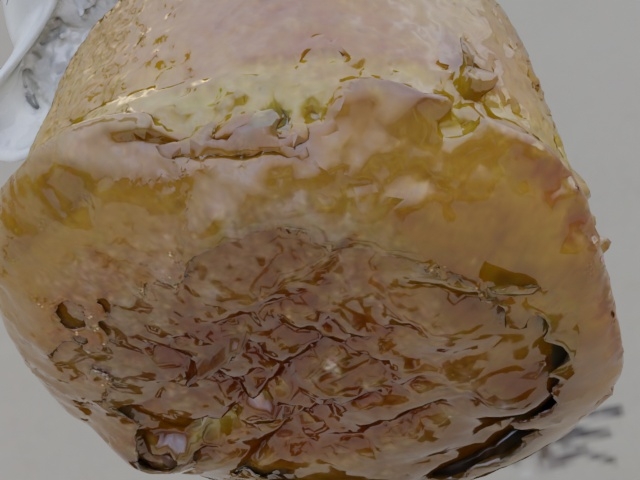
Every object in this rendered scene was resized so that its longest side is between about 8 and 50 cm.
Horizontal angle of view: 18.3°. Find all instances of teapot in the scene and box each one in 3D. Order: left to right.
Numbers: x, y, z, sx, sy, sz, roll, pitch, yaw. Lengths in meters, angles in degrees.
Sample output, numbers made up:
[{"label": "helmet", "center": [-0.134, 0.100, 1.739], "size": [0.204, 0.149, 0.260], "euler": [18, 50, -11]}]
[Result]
[{"label": "teapot", "center": [-0.093, -0.169, 1.285], "size": [0.300, 0.208, 0.166], "euler": [-35, 4, 30]}]

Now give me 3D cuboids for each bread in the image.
[{"label": "bread", "center": [0.000, 0.002, 1.105], "size": [0.337, 0.358, 0.204], "euler": [0, 52, 12]}]
